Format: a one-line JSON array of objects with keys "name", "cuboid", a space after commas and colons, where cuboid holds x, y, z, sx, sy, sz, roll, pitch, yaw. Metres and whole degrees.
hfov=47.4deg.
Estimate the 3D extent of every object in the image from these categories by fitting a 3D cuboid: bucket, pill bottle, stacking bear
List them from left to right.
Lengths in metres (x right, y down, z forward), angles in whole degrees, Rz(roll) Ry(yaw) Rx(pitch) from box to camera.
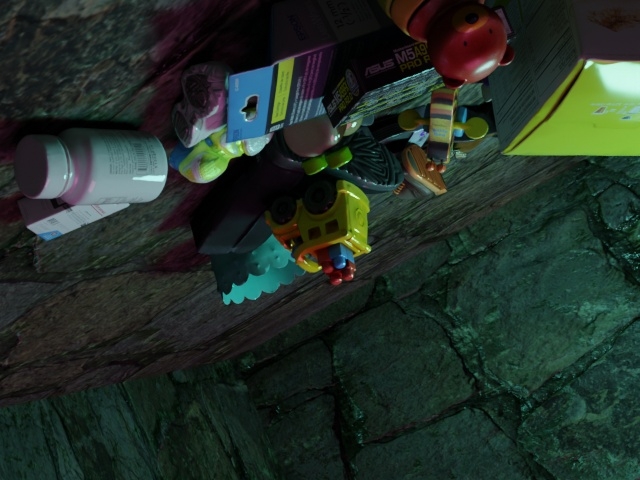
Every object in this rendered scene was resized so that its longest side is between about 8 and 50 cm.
[{"name": "pill bottle", "cuboid": [-0.388, -0.125, 1.239, 0.131, 0.131, 0.229, -36, 163, 35]}, {"name": "bucket", "cuboid": [-0.186, 0.045, 2.093, 0.281, 0.183, 0.281, -23, 166, -6]}, {"name": "stacking bear", "cuboid": [0.163, -0.353, 1.028, 0.175, 0.289, 0.164, -23, 166, -7]}]

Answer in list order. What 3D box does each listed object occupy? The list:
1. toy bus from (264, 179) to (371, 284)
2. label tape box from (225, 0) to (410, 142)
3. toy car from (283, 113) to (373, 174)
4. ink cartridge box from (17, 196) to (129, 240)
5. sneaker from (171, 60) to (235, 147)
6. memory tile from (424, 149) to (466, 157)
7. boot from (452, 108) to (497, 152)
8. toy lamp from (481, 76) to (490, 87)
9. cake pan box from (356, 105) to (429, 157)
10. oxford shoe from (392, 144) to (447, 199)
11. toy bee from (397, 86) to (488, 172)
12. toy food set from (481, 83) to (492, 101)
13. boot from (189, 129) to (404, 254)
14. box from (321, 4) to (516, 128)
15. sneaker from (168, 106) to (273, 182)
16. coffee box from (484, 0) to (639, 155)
[{"name": "toy bus", "cuboid": [0.000, 0.000, 1.601, 0.220, 0.211, 0.149, -19, 152, 25]}, {"name": "label tape box", "cuboid": [-0.016, -0.310, 1.249, 0.348, 0.115, 0.249, -20, 165, -13]}, {"name": "toy car", "cuboid": [0.028, -0.249, 1.481, 0.188, 0.155, 0.149, -39, -161, -34]}, {"name": "ink cartridge box", "cuboid": [-0.478, -0.072, 1.421, 0.180, 0.060, 0.104, -24, 165, -5]}, {"name": "sneaker", "cuboid": [-0.182, -0.250, 1.269, 0.115, 0.090, 0.232, -25, 176, -29]}, {"name": "memory tile", "cuboid": [0.346, -0.250, 2.139, 0.148, 0.012, 0.113, 0, 178, 25]}, {"name": "boot", "cuboid": [0.394, -0.305, 2.092, 0.264, 0.096, 0.280, -22, 177, -19]}, {"name": "toy lamp", "cuboid": [0.372, -0.400, 1.657, 0.080, 0.080, 0.275, -33, 163, 27]}, {"name": "cake pan box", "cuboid": [0.148, -0.233, 1.895, 0.246, 0.070, 0.267, -22, 165, -21]}, {"name": "oxford shoe", "cuboid": [0.243, -0.159, 1.941, 0.133, 0.130, 0.364, -24, 166, 16]}, {"name": "toy bee", "cuboid": [0.295, -0.246, 1.707, 0.195, 0.162, 0.298, -5, 139, 31]}, {"name": "toy food set", "cuboid": [0.577, -0.429, 1.860, 0.306, 0.092, 0.220, -11, 160, -43]}, {"name": "boot", "cuboid": [-0.068, -0.092, 1.768, 0.367, 0.146, 0.445, 12, 143, -29]}, {"name": "box", "cuboid": [0.152, -0.280, 1.199, 0.270, 0.060, 0.216, -23, 180, -12]}, {"name": "sneaker", "cuboid": [-0.201, -0.200, 1.428, 0.126, 0.091, 0.240, 16, -140, 36]}, {"name": "coffee box", "cuboid": [0.514, -0.368, 1.302, 0.338, 0.334, 0.338, -1, 161, -9]}]
